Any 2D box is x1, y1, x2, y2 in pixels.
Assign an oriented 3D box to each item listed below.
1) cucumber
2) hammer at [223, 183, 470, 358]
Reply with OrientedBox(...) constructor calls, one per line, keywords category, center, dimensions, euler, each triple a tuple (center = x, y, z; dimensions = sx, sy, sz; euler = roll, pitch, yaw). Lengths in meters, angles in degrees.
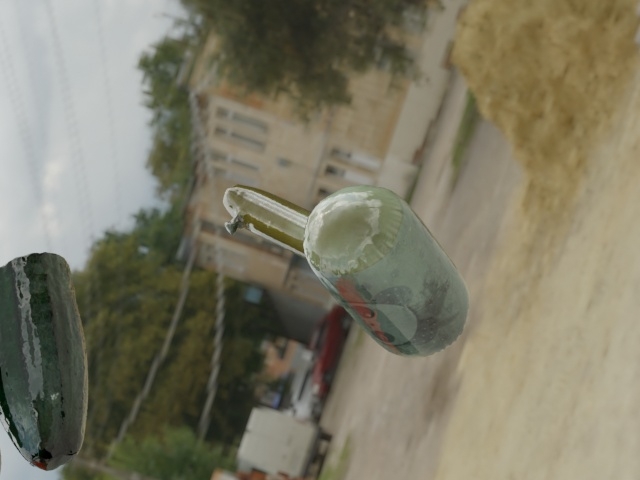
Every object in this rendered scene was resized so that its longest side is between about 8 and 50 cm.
OrientedBox(category="cucumber", center=(-0.302, 0.127, 1.463), dimensions=(0.063, 0.115, 0.244), euler=(109, 147, -56))
OrientedBox(category="hammer", center=(0.000, 0.000, 1.347), dimensions=(0.113, 0.305, 0.202), euler=(-52, -44, -14))
